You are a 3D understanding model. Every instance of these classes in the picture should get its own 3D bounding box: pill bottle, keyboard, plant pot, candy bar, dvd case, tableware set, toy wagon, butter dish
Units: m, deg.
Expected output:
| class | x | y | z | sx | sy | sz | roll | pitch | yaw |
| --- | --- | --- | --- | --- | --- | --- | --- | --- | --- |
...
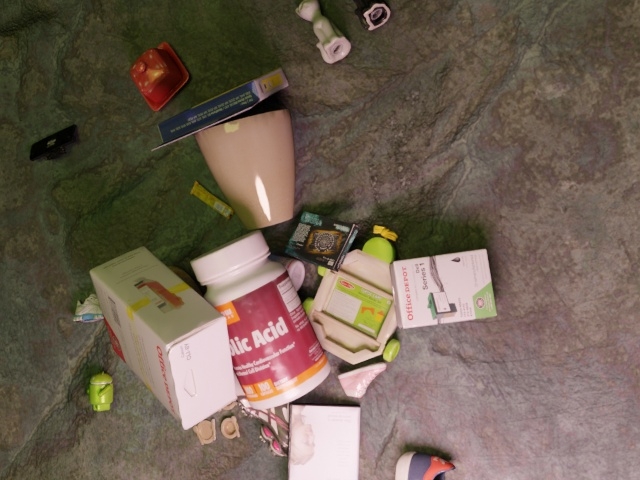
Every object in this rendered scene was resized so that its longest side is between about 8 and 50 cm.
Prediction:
| class | x | y | z | sx | sy | sz | roll | pitch | yaw |
| --- | --- | --- | --- | --- | --- | --- | --- | --- | --- |
| pill bottle | -0.150 | 0.188 | 1.712 | 0.224 | 0.224 | 0.392 | -23 | 95 | 21 |
| keyboard | -0.846 | -0.295 | 2.235 | 0.192 | 0.038 | 0.100 | -19 | 56 | 23 |
| plant pot | -0.167 | -0.175 | 1.823 | 0.256 | 0.256 | 0.274 | -12 | 98 | 23 |
| candy bar | -0.307 | -0.113 | 1.981 | 0.161 | 0.018 | 0.040 | 34 | 103 | 22 |
| dvd case | 0.007 | 0.537 | 1.756 | 0.180 | 0.022 | 0.253 | 2 | 87 | 0 |
| tableware set | -0.289 | 0.481 | 1.929 | 0.168 | 0.020 | 0.141 | -19 | 79 | 21 |
| toy wagon | 0.111 | 0.131 | 1.752 | 0.267 | 0.068 | 0.345 | 25 | 96 | 23 |
| pill bottle | -0.129 | 0.080 | 1.850 | 0.160 | 0.087 | 0.087 | 11 | 91 | 25 |
| butter dish | -0.491 | -0.488 | 2.036 | 0.160 | 0.118 | 0.160 | -40 | 73 | 16 |

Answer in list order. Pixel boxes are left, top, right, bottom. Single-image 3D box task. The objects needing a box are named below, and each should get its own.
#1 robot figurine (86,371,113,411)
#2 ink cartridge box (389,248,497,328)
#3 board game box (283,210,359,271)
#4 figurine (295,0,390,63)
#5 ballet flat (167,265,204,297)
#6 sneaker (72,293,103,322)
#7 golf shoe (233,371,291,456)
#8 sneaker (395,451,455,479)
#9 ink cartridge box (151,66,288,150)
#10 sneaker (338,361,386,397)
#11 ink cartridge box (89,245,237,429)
| class | x | y | z | sx | sy | sz | roll | pitch | yaw |
| --- | --- | --- | --- | --- | --- | --- | --- | --- | --- |
| robot figurine | -0.645 | 0.442 | 2.064 | 0.101 | 0.067 | 0.115 | -6 | 84 | 53 |
| ink cartridge box | 0.280 | 0.114 | 1.625 | 0.219 | 0.092 | 0.160 | -8 | 83 | 0 |
| board game box | 0.000 | 0.000 | 1.784 | 0.186 | 0.026 | 0.126 | 17 | 76 | 43 |
| figurine | 0.046 | -0.607 | 1.833 | 0.215 | 0.092 | 0.210 | -38 | 65 | 18 |
| ballet flat | -0.365 | 0.210 | 1.931 | 0.123 | 0.123 | 0.349 | -41 | 71 | 16 |
| sneaker | -0.662 | 0.198 | 2.091 | 0.190 | 0.071 | 0.083 | -6 | 78 | 23 |
| golf shoe | -0.141 | 0.432 | 1.837 | 0.120 | 0.105 | 0.273 | -40 | 77 | 0 |
| sneaker | 0.255 | 0.672 | 1.612 | 0.148 | 0.131 | 0.350 | -4 | 84 | 28 |
| ink cartridge box | -0.265 | -0.347 | 1.828 | 0.303 | 0.307 | 0.072 | -19 | 103 | 21 |
| sneaker | 0.112 | 0.349 | 1.745 | 0.134 | 0.051 | 0.070 | -23 | 79 | 24 |
| ink cartridge box | -0.382 | 0.231 | 1.717 | 0.384 | 0.160 | 0.279 | 33 | 138 | 40 |
